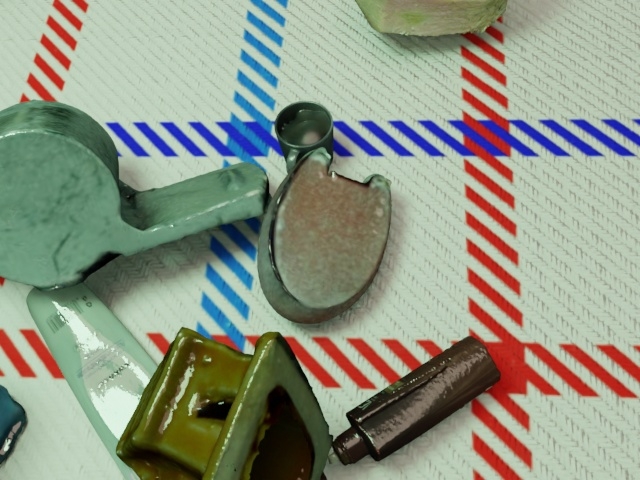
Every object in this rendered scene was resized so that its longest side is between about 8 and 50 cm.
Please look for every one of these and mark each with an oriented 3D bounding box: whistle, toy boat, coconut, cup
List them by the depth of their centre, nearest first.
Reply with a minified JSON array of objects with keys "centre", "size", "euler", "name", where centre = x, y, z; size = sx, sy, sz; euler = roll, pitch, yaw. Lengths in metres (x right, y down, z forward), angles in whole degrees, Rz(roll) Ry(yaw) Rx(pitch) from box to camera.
[{"centre":[-0.270,-0.045,0.949],"size":[0.405,0.188,0.168],"euler":[13,17,-20],"name":"whistle"},{"centre":[0.000,0.000,0.953],"size":[0.155,0.085,0.227],"euler":[24,64,-10],"name":"toy boat"},{"centre":[-0.023,-0.124,1.028],"size":[0.078,0.077,0.100],"euler":[15,62,15],"name":"cup"},{"centre":[0.146,-0.400,1.086],"size":[0.245,0.233,0.233],"euler":[-5,59,-5],"name":"coconut"}]

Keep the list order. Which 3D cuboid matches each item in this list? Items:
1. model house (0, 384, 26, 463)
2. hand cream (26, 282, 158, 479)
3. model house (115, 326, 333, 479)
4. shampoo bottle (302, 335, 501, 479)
[{"centre":[-0.493,0.172,0.791],"size":[0.237,0.303,0.215],"euler":[13,56,14],"name":"model house"},{"centre":[-0.245,0.163,0.905],"size":[0.109,0.067,0.320],"euler":[-36,67,-15],"name":"hand cream"},{"centre":[-0.132,0.225,0.779],"size":[0.239,0.173,0.268],"euler":[9,66,37],"name":"model house"},{"centre":[0.085,0.190,0.844],"size":[0.236,0.068,0.067],"euler":[-30,71,-13],"name":"shampoo bottle"}]
